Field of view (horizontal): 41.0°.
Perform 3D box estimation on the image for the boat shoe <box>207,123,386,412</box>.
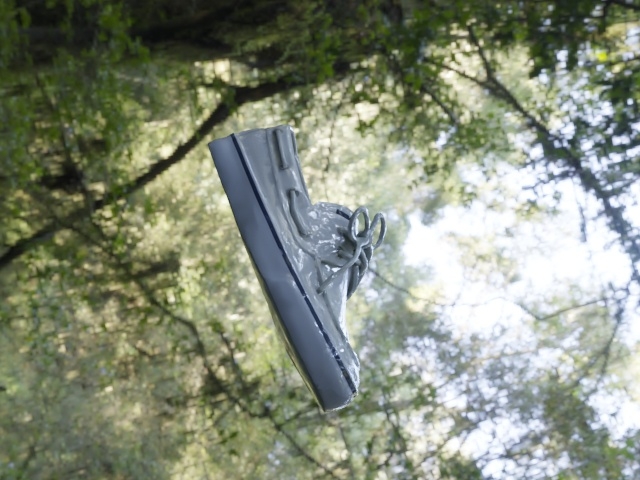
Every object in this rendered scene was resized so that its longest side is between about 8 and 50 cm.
[{"bbox_3d":[0.001,0.004,0.921,0.136,0.156,0.367,75,-8,-50],"label":"boat shoe"}]
